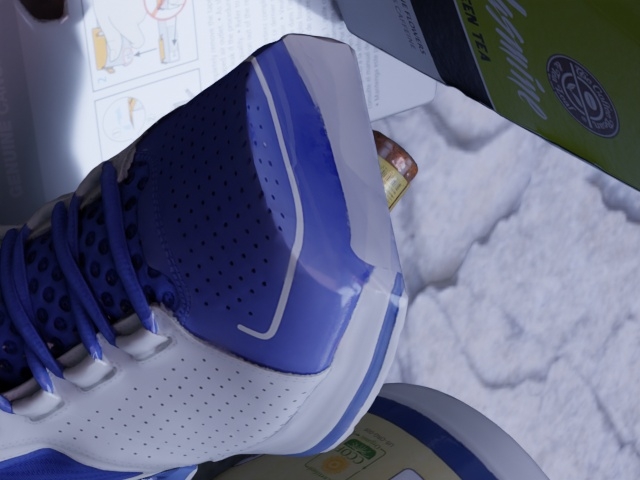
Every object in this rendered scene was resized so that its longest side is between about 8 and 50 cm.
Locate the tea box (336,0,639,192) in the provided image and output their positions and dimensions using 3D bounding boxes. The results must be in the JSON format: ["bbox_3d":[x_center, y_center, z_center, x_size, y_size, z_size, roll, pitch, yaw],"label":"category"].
[{"bbox_3d":[0.131,-0.204,0.498,0.220,0.323,0.329,-35,131,-15],"label":"tea box"}]

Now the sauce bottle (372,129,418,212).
[{"bbox_3d":[0.000,0.000,0.789,0.128,0.042,0.042,-51,136,-9],"label":"sauce bottle"}]

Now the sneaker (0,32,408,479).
[{"bbox_3d":[-0.111,0.044,0.578,0.182,0.127,0.315,0,157,-31],"label":"sneaker"}]

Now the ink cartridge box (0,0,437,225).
[{"bbox_3d":[-0.059,-0.159,0.641,0.239,0.060,0.275,-20,125,-26],"label":"ink cartridge box"}]

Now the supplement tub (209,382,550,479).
[{"bbox_3d":[-0.027,0.237,0.757,0.316,0.228,0.228,-29,128,-28],"label":"supplement tub"}]
